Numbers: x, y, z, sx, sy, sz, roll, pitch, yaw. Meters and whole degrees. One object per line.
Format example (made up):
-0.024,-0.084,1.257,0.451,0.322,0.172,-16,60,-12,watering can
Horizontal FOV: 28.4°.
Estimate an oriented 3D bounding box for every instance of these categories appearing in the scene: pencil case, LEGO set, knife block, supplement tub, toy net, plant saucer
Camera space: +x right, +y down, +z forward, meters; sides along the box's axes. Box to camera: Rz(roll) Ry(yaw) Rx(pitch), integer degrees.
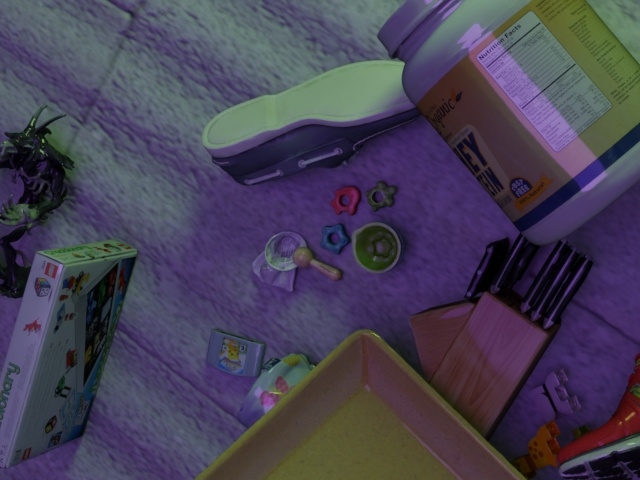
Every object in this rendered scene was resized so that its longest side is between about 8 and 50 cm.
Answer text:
0.019,0.272,1.663,0.273,0.124,0.113,42,138,15,pencil case
0.293,0.286,1.564,0.093,0.087,0.227,-33,77,48,LEGO set
0.246,0.128,1.569,0.242,0.088,0.275,-14,89,24,knife block
0.237,-0.176,1.452,0.228,0.228,0.316,-41,87,20,supplement tub
0.000,0.000,1.682,0.232,0.045,0.122,-14,89,23,toy net
0.050,0.332,1.526,0.333,0.081,0.333,-42,69,-12,plant saucer

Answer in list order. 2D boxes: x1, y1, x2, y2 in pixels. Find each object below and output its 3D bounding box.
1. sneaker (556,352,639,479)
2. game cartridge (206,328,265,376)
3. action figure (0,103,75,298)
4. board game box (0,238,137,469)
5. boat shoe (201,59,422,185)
0.395,0.193,1.496,0.279,0.107,0.118,-31,56,2,sneaker
-0.119,0.160,1.762,0.083,0.017,0.056,14,104,21,game cartridge
-0.446,-0.060,1.812,0.164,0.141,0.275,23,105,31,action figure
-0.363,0.154,1.766,0.053,0.193,0.305,22,102,19,board game box
0.006,-0.148,1.658,0.319,0.116,0.099,-14,133,16,boat shoe
